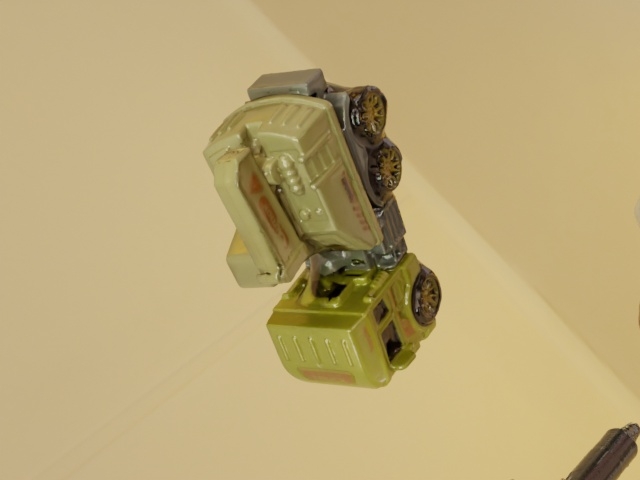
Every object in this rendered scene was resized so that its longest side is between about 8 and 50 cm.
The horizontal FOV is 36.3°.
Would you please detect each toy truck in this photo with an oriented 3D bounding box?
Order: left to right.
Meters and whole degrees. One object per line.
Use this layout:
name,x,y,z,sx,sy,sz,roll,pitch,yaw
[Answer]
toy truck,0.000,0.000,1.212,0.254,0.181,0.405,-48,-51,-41

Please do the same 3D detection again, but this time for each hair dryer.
hair dryer,0.229,0.227,0.824,0.255,0.070,0.128,-26,-112,-43

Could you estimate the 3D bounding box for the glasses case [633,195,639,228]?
glasses case,0.388,-0.071,1.000,0.083,0.196,0.050,-2,-131,-8

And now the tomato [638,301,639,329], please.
tomato,0.280,0.060,0.486,0.139,0.201,0.233,63,180,-10
